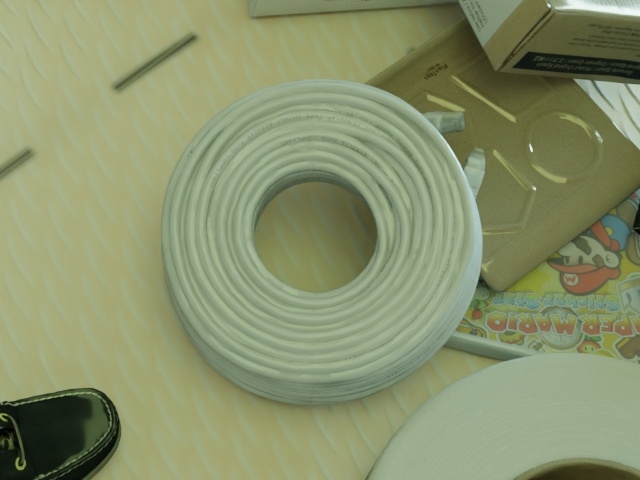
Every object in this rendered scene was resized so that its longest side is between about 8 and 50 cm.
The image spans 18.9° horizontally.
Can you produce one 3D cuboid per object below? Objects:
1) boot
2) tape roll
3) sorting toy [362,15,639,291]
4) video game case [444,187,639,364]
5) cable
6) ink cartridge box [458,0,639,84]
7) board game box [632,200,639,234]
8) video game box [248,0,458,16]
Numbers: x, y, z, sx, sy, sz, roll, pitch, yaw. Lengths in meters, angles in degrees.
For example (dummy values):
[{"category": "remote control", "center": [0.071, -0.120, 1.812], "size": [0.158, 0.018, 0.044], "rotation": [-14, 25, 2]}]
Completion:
[{"category": "boot", "center": [-0.247, 0.146, 1.378], "size": [0.236, 0.178, 0.085], "rotation": [-19, 70, -19]}, {"category": "tape roll", "center": [0.201, 0.276, 1.471], "size": [0.392, 0.072, 0.392], "rotation": [5, 64, -10]}, {"category": "sorting toy", "center": [0.148, -0.081, 1.627], "size": [0.193, 0.038, 0.208], "rotation": [-35, 80, -24]}, {"category": "video game case", "center": [0.194, 0.012, 1.622], "size": [0.227, 0.026, 0.206], "rotation": [14, 63, -5]}, {"category": "cable", "center": [0.000, 0.000, 1.520], "size": [0.257, 0.089, 0.257], "rotation": [5, 78, 2]}, {"category": "ink cartridge box", "center": [0.194, -0.253, 1.665], "size": [0.193, 0.088, 0.235], "rotation": [1, 55, -39]}, {"category": "board game box", "center": [0.340, -0.089, 1.607], "size": [0.026, 0.126, 0.186], "rotation": [34, 65, -38]}, {"category": "video game box", "center": [0.022, -0.294, 1.722], "size": [0.205, 0.048, 0.187], "rotation": [-5, 63, -14]}]
